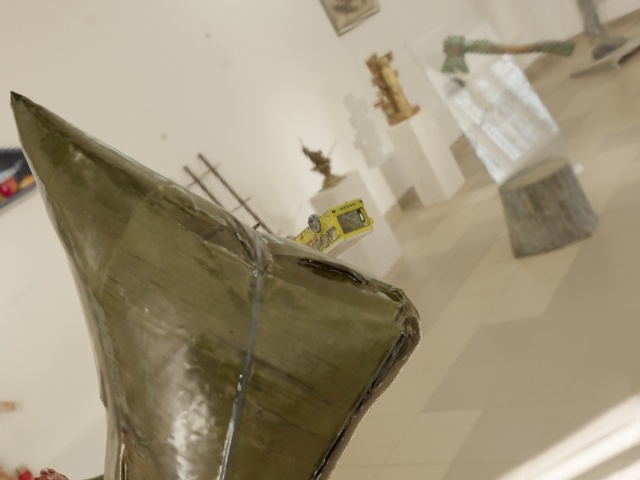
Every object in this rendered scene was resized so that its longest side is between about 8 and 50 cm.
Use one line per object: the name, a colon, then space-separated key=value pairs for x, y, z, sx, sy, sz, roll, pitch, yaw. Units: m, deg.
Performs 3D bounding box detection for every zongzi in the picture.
zongzi: x=-0.156 y=0.121 z=0.693 sx=0.356 sy=0.393 sz=0.174 roll=-62 pitch=14 yaw=-2

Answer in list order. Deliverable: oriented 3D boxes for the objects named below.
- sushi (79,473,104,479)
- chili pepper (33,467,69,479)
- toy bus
sushi: x=-0.283 y=0.345 z=0.849 sx=0.273 sy=0.109 sz=0.134 roll=-49 pitch=-20 yaw=29
chili pepper: x=-0.012 y=0.234 z=0.288 sx=0.134 sy=0.338 sz=0.131 roll=-43 pitch=-19 yaw=-54
toy bus: x=0.000 y=0.000 z=1.423 sx=0.081 sy=0.074 sz=0.226 roll=-19 pitch=-11 yaw=-34
